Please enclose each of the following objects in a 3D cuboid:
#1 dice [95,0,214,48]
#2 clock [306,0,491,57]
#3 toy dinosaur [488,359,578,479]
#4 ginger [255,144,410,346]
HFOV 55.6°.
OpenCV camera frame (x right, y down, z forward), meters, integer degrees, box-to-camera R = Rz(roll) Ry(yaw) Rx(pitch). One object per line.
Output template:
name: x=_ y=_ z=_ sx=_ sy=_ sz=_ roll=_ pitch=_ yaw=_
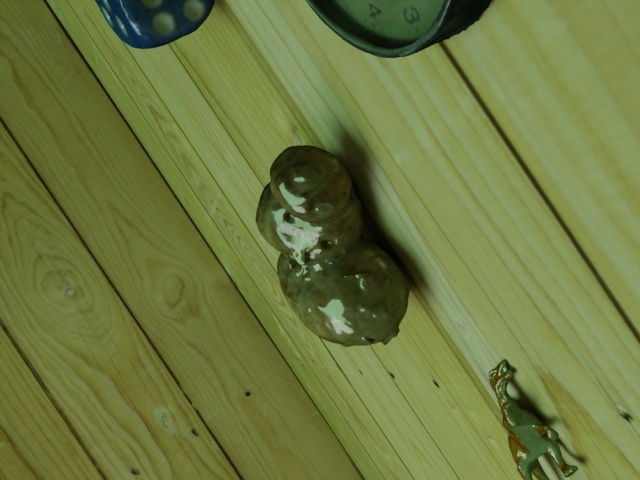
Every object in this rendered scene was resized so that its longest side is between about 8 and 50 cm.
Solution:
dice: x=-0.244 y=-0.370 z=0.865 sx=0.146 sy=0.146 sz=0.143 roll=39 pitch=158 yaw=43
clock: x=0.030 y=-0.273 z=0.455 sx=0.280 sy=0.055 sz=0.280 roll=49 pitch=162 yaw=22
toy dinosaur: x=0.262 y=0.263 z=0.794 sx=0.142 sy=0.057 sz=0.212 roll=57 pitch=166 yaw=40
ginger: x=0.000 y=0.000 z=0.853 sx=0.245 sy=0.155 sz=0.304 roll=29 pitch=149 yaw=60
